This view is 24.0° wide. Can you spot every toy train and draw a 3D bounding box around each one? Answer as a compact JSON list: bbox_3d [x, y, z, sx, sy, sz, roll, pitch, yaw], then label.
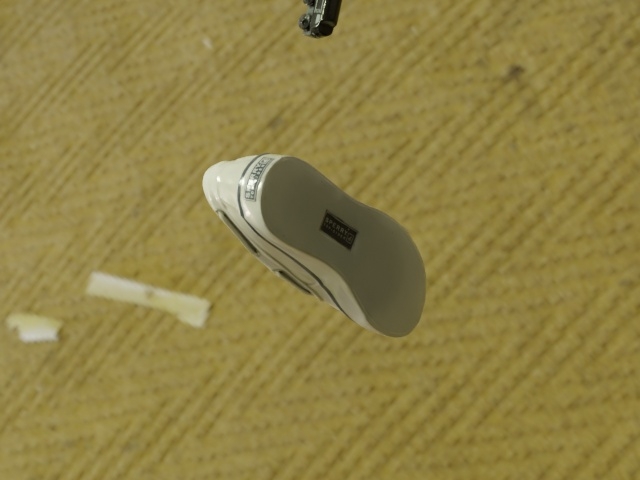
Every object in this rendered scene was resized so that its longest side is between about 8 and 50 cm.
[{"bbox_3d":[0.012,-0.250,1.282,0.036,0.027,0.158,11,90,45],"label":"toy train"}]

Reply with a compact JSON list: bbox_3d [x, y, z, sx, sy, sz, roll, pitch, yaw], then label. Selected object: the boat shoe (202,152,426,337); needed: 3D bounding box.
[{"bbox_3d":[0.000,0.000,1.277,0.084,0.258,0.095,9,64,41],"label":"boat shoe"}]
